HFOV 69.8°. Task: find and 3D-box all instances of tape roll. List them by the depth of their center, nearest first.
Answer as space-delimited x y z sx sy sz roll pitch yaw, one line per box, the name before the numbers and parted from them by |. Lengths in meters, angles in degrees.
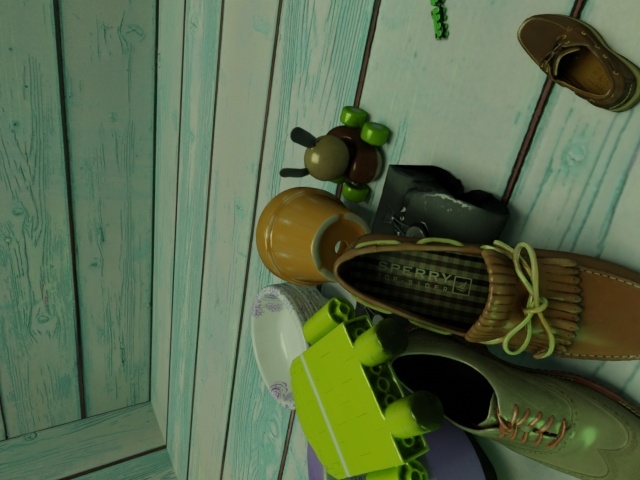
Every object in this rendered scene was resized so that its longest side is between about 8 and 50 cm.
tape roll | 0.097 0.347 0.656 0.275 0.090 0.274 4 95 52

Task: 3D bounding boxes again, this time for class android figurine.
android figurine | 0.040 0.204 0.587 0.248 0.056 0.273 65 145 22

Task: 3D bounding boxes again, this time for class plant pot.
plant pot | 0.000 0.000 0.893 0.188 0.205 0.205 16 109 63

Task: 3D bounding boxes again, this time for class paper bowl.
paper bowl | -0.042 0.235 1.072 0.284 0.148 0.284 13 106 56

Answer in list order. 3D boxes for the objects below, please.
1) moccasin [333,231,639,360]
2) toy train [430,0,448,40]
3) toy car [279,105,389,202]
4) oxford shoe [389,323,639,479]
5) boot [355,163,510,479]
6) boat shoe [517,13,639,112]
moccasin | 0.202 0.059 0.540 0.380 0.147 0.139 16 101 18
toy train | 0.187 -0.360 0.730 0.024 0.017 0.083 177 87 -68
toy car | 0.011 -0.166 0.881 0.149 0.188 0.155 50 135 41
oxford shoe | 0.238 0.212 0.543 0.348 0.130 0.123 20 103 23
boot | 0.190 0.141 0.721 0.367 0.146 0.445 35 115 37
boat shoe | 0.296 -0.218 0.541 0.178 0.060 0.064 60 141 33
